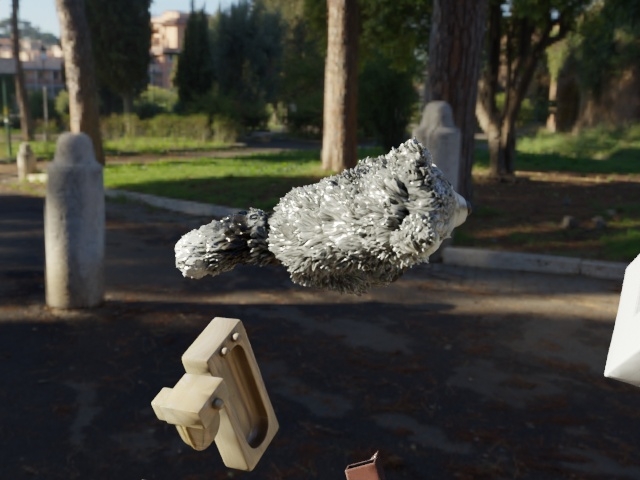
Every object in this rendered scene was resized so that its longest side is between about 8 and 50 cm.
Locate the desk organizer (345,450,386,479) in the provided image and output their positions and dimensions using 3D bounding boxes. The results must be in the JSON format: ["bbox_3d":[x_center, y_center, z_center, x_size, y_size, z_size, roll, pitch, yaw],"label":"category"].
[{"bbox_3d":[0.067,0.340,1.080,0.047,0.050,0.130,-16,-10,4],"label":"desk organizer"}]

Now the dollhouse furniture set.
[{"bbox_3d":[-0.043,0.160,0.530,0.123,0.144,0.151,2,33,28],"label":"dollhouse furniture set"}]

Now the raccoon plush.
[{"bbox_3d":[0.000,0.000,1.125,0.447,0.216,0.299,-23,-4,-5],"label":"raccoon plush"}]

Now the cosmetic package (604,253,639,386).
[{"bbox_3d":[0.420,0.081,0.706,0.225,0.138,0.224,16,-19,11],"label":"cosmetic package"}]
